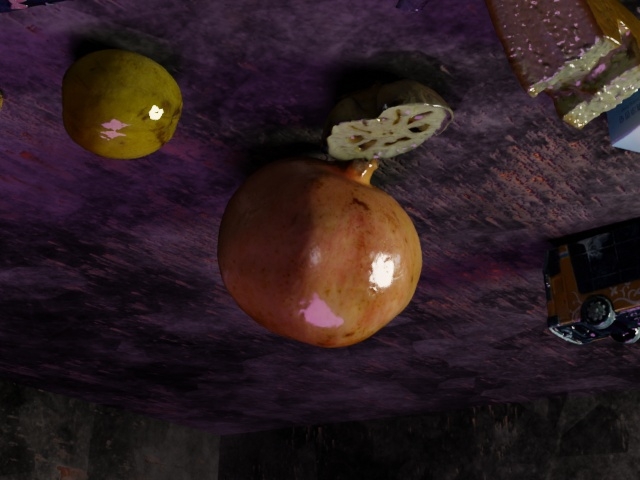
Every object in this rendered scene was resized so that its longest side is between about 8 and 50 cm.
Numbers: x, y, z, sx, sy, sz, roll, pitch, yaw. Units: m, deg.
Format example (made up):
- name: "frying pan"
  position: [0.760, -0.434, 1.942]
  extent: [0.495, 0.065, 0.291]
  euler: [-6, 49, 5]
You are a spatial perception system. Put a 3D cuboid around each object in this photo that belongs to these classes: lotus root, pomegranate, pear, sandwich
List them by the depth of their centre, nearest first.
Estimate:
- name: "sandwich"
  position: [0.279, -0.242, 1.059]
  extent: [0.235, 0.128, 0.122]
  euler: [21, 143, -40]
- name: "pear"
  position: [-0.267, -0.179, 1.219]
  extent: [0.162, 0.149, 0.149]
  euler: [10, 157, -10]
- name: "lotus root"
  position: [0.085, -0.180, 1.288]
  extent: [0.183, 0.078, 0.203]
  euler: [-8, 167, -13]
- name: "pomegranate"
  position: [0.000, 0.000, 1.457]
  extent: [0.338, 0.338, 0.338]
  euler: [1, 158, 1]

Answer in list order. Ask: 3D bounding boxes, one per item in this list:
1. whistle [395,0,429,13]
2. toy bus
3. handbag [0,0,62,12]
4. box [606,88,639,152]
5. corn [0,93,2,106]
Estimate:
- name: "whistle"
  position: [0.129, -0.309, 1.021]
  extent: [0.033, 0.033, 0.176]
  euler: [7, 156, -14]
- name: "toy bus"
  position: [0.591, 0.075, 1.714]
  extent: [0.323, 0.194, 0.162]
  euler: [-20, 150, 35]
- name: "handbag"
  position: [-0.353, -0.315, 0.942]
  extent: [0.260, 0.113, 0.162]
  euler: [-6, 161, 16]
- name: "box"
  position: [0.533, -0.173, 1.261]
  extent: [0.232, 0.083, 0.142]
  euler: [11, 155, -19]
- name: "corn"
  position: [-0.483, -0.198, 1.344]
  extent: [0.027, 0.028, 0.083]
  euler: [6, 162, -24]
